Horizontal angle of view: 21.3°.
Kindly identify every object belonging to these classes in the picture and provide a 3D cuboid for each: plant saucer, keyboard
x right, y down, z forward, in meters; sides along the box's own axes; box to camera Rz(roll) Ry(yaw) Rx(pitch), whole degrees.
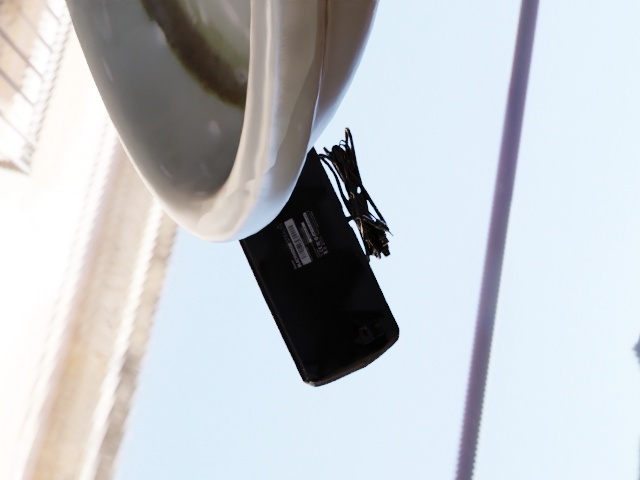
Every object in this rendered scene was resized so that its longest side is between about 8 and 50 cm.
[{"bbox_3d":[-0.045,-0.203,0.630,0.100,0.400,0.400,-15,-105,-16],"label":"plant saucer"},{"bbox_3d":[0.000,0.000,1.142,0.100,0.038,0.192,-26,-110,4],"label":"keyboard"}]
